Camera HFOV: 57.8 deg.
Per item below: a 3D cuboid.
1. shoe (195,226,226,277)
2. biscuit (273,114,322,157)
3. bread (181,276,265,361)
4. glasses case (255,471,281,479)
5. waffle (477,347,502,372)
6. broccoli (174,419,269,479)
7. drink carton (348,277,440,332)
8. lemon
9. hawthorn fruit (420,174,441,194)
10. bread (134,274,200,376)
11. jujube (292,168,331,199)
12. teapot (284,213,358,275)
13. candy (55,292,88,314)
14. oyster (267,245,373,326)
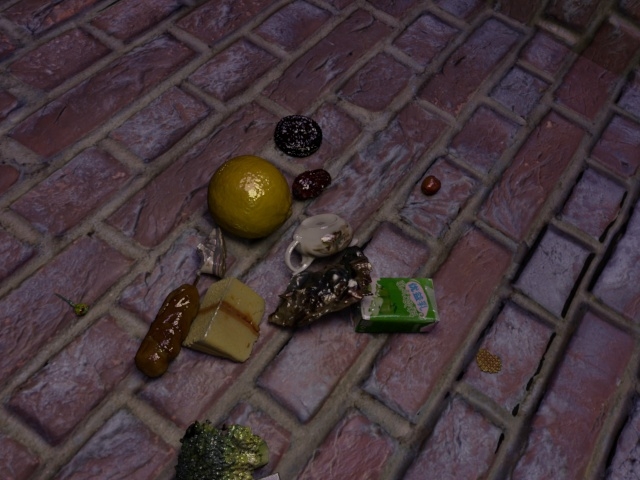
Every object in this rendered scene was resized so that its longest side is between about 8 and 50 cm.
[{"bbox_3d":[-0.354,0.042,1.871,0.092,0.089,0.180,-6,57,-1],"label":"shoe"},{"bbox_3d":[-0.083,-0.400,2.216,0.194,0.053,0.194,5,57,-9],"label":"biscuit"},{"bbox_3d":[-0.283,0.256,1.779,0.178,0.135,0.240,39,51,-26],"label":"bread"},{"bbox_3d":[-0.113,0.718,1.508,0.071,0.047,0.205,-14,62,-14],"label":"glasses case"},{"bbox_3d":[0.543,0.389,1.865,0.085,0.016,0.078,17,61,1],"label":"waffle"},{"bbox_3d":[-0.244,0.560,1.508,0.243,0.263,0.247,8,19,-40],"label":"broccoli"},{"bbox_3d":[0.233,0.210,1.861,0.271,0.108,0.161,1,58,-10],"label":"drink carton"},{"bbox_3d":[-0.233,-0.141,1.897,0.293,0.293,0.293,5,57,-8],"label":"lemon"},{"bbox_3d":[0.415,-0.205,2.185,0.077,0.077,0.077,5,57,-8],"label":"hawthorn fruit"},{"bbox_3d":[-0.440,0.239,1.717,0.124,0.084,0.344,16,57,10],"label":"bread"},{"bbox_3d":[-0.036,-0.210,2.087,0.104,0.104,0.166,38,46,13],"label":"jujube"},{"bbox_3d":[0.000,0.000,1.922,0.298,0.139,0.204,-23,27,-27],"label":"teapot"},{"bbox_3d":[-0.745,0.185,1.733,0.123,0.035,0.035,27,25,17],"label":"candy"},{"bbox_3d":[-0.008,0.139,1.817,0.361,0.096,0.221,-23,30,5],"label":"oyster"}]
